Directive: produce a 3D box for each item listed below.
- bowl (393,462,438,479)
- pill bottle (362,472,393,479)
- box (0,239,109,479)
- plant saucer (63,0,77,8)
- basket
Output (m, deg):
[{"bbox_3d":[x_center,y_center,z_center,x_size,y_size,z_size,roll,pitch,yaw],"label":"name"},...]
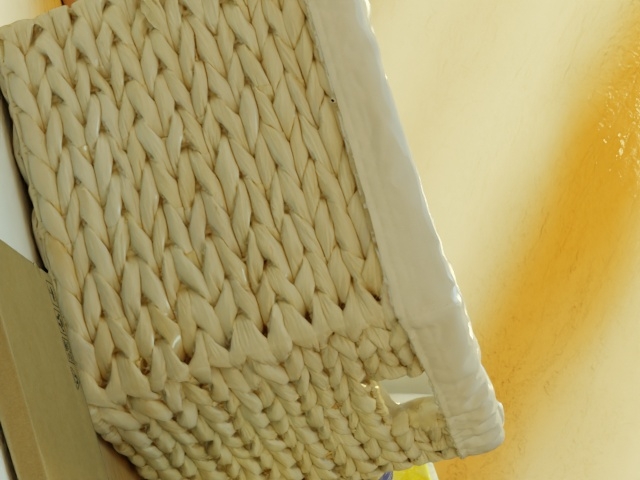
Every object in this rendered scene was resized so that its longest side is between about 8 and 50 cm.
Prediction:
[{"bbox_3d":[0.096,0.385,2.679,0.289,0.156,0.289,-18,90,-87],"label":"bowl"},{"bbox_3d":[0.017,0.269,2.093,0.219,0.122,0.123,87,-10,-47],"label":"pill bottle"},{"bbox_3d":[-0.155,0.099,1.118,0.164,0.021,0.201,59,13,-76],"label":"box"},{"bbox_3d":[-0.207,-0.202,1.899,0.200,0.037,0.200,-19,90,-88],"label":"plant saucer"},{"bbox_3d":[-0.043,0.001,1.430,0.328,0.266,0.331,65,6,-65],"label":"basket"}]
